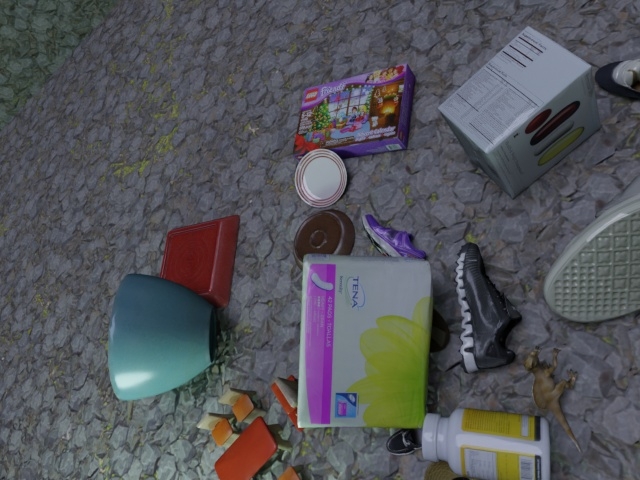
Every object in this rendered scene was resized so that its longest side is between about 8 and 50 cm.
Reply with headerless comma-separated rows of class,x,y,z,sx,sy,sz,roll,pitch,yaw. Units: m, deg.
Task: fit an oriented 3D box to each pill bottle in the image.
pill bottle,0.258,0.318,0.782,0.184,0.103,0.103,-1,69,24

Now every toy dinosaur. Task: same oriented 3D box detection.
toy dinosaur,0.359,0.232,0.784,0.093,0.183,0.053,-39,14,-36

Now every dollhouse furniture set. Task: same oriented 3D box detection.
dollhouse furniture set,-0.115,0.393,0.996,0.259,0.135,0.262,-49,51,6

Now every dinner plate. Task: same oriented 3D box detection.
dinner plate,0.002,-0.150,1.211,0.141,0.017,0.141,3,95,29

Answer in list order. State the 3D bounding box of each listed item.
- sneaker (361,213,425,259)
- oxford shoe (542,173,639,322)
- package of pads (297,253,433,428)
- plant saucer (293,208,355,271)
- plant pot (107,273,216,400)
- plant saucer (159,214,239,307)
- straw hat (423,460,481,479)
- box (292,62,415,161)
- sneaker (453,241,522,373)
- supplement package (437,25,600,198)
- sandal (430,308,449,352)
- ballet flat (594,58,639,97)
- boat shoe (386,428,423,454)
sneaker,0.152,-0.001,1.049,0.071,0.068,0.170,-41,60,-6
oxford shoe,0.530,-0.047,0.770,0.449,0.169,0.130,-50,10,16
package of pads,0.078,0.173,0.876,0.230,0.101,0.296,2,90,-3
plant saucer,0.000,0.000,1.162,0.169,0.029,0.168,-13,64,29
plant pot,-0.351,0.222,1.176,0.196,0.290,0.289,0,65,-5
plant saucer,-0.345,0.060,1.359,0.259,0.048,0.258,-10,64,31
straw hat,0.232,0.416,0.795,0.145,0.145,0.061,21,125,38
box,0.077,-0.303,1.224,0.294,0.057,0.200,-3,68,33
sneaker,0.297,0.114,0.883,0.106,0.078,0.234,-8,69,28
supplement package,0.363,-0.222,0.907,0.203,0.194,0.149,-42,53,13
sandal,0.143,0.149,0.973,0.220,0.060,0.089,12,94,22
ballet flat,0.575,-0.280,0.870,0.074,0.074,0.203,-51,51,5
boat shoe,0.168,0.349,0.887,0.125,0.038,0.046,-24,58,23
